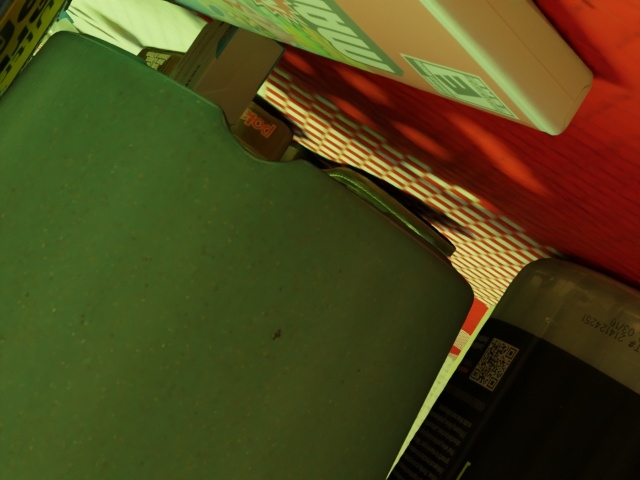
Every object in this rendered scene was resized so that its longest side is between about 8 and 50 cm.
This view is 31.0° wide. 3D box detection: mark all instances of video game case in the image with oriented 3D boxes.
[{"bbox_3d":[-0.066,-0.128,0.379,0.204,0.025,0.285,36,175,-42],"label":"video game case"}]

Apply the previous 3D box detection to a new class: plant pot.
[{"bbox_3d":[-0.113,0.100,0.581,0.341,0.334,0.341,32,178,1],"label":"plant pot"}]

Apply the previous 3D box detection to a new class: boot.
[{"bbox_3d":[0.000,0.000,0.845,0.219,0.106,0.082,29,175,47],"label":"boot"}]

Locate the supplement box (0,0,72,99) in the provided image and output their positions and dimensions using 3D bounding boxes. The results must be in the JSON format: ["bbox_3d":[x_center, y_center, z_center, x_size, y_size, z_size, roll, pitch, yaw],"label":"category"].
[{"bbox_3d":[-0.324,-0.177,0.597,0.356,0.194,0.195,33,177,-10],"label":"supplement box"}]

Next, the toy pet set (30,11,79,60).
[{"bbox_3d":[-0.213,-0.140,0.890,0.114,0.065,0.122,51,-179,15],"label":"toy pet set"}]

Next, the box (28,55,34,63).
[{"bbox_3d":[-0.258,-0.132,1.203,0.257,0.079,0.322,25,-179,-30],"label":"box"}]

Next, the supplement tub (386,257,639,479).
[{"bbox_3d":[0.118,0.185,0.647,0.193,0.316,0.193,33,177,2],"label":"supplement tub"}]

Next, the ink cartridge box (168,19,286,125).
[{"bbox_3d":[-0.052,-0.088,0.596,0.028,0.048,0.083,36,176,-20],"label":"ink cartridge box"}]

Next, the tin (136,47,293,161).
[{"bbox_3d":[-0.085,-0.098,0.850,0.106,0.040,0.190,39,174,-27],"label":"tin"}]

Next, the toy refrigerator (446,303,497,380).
[{"bbox_3d":[0.245,0.162,1.005,0.269,0.094,0.102,30,176,45],"label":"toy refrigerator"}]
